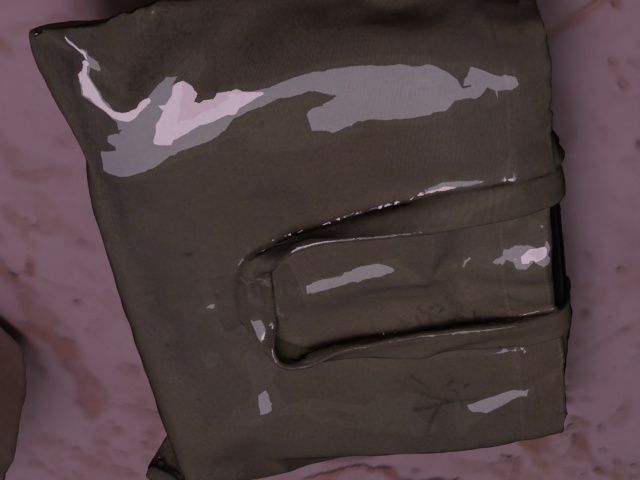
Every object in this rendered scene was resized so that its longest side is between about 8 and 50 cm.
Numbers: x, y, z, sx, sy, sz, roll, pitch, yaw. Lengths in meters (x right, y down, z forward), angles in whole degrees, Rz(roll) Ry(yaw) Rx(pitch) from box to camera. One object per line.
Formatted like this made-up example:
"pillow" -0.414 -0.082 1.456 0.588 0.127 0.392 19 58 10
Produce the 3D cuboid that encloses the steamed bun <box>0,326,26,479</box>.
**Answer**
"steamed bun" -0.297 0.079 0.858 0.164 0.146 0.242 -37 119 23

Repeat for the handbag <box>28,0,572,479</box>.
"handbag" 0.004 0.002 0.812 0.253 0.109 0.315 -7 126 2
